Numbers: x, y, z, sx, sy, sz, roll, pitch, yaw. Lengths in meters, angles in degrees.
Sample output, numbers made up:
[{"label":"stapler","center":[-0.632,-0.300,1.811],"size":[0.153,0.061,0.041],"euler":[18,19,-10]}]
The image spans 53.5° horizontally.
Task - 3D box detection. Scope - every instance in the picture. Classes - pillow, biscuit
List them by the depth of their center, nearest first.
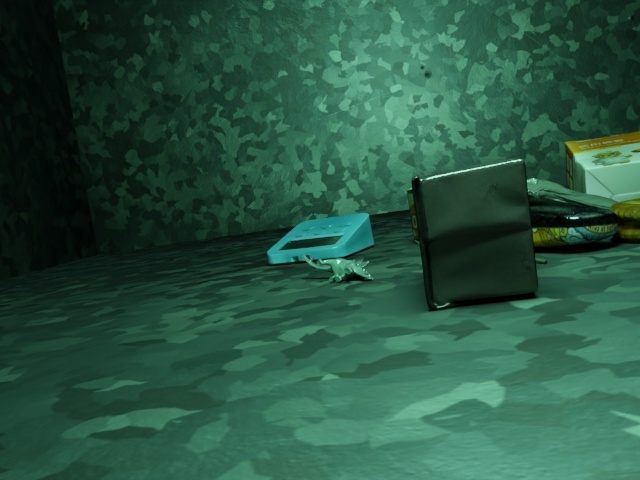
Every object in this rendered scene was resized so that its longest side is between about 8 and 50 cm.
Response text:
[{"label":"biscuit","center":[0.639,-0.042,1.151],"size":[0.220,0.066,0.220],"euler":[-7,8,1]},{"label":"pillow","center":[0.507,-0.079,1.327],"size":[0.255,0.059,0.169],"euler":[12,-8,-7]}]

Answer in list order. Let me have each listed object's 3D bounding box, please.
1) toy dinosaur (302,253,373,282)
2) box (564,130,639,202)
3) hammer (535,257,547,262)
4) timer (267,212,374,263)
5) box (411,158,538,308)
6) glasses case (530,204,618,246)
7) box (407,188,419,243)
[{"label":"toy dinosaur","center":[0.034,0.053,1.233],"size":[0.082,0.039,0.209],"euler":[-8,14,-40]},{"label":"box","center":[0.726,-0.159,1.527],"size":[0.225,0.143,0.341],"euler":[-7,16,16]},{"label":"hammer","center":[0.356,0.028,1.101],"size":[0.035,0.019,0.110],"euler":[-10,7,-18]},{"label":"timer","center":[0.000,0.000,1.698],"size":[0.232,0.091,0.250],"euler":[-6,9,26]},{"label":"box","center":[0.219,-0.021,0.928],"size":[0.153,0.188,0.252],"euler":[-8,3,12]},{"label":"glasses case","center":[0.424,-0.027,1.238],"size":[0.122,0.082,0.321],"euler":[-8,3,-24]},{"label":"box","center":[0.337,-0.074,1.583],"size":[0.195,0.148,0.177],"euler":[-9,2,-6]}]
